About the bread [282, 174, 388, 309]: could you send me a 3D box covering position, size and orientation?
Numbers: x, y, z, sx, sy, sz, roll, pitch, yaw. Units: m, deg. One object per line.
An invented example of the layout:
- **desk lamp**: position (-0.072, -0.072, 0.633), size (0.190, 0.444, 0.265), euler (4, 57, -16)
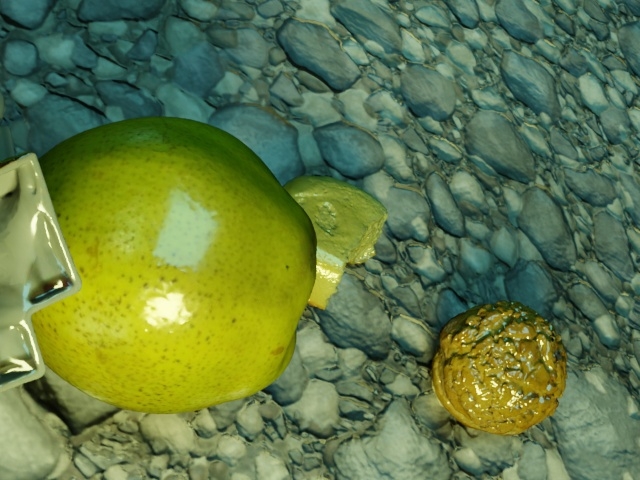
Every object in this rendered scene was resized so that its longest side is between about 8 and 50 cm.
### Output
- **bread**: position (-0.007, -0.008, 1.653), size (0.125, 0.086, 0.156), euler (41, 43, 3)

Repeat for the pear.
- **pear**: position (-0.150, 0.018, 1.409), size (0.294, 0.294, 0.294), euler (18, 52, -25)

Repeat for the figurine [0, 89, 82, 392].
- **figurine**: position (-0.328, 0.031, 1.269), size (0.342, 0.285, 0.167), euler (-49, 121, -21)

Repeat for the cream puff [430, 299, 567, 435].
- **cream puff**: position (0.198, 0.131, 1.682), size (0.150, 0.115, 0.165), euler (39, 45, -13)
